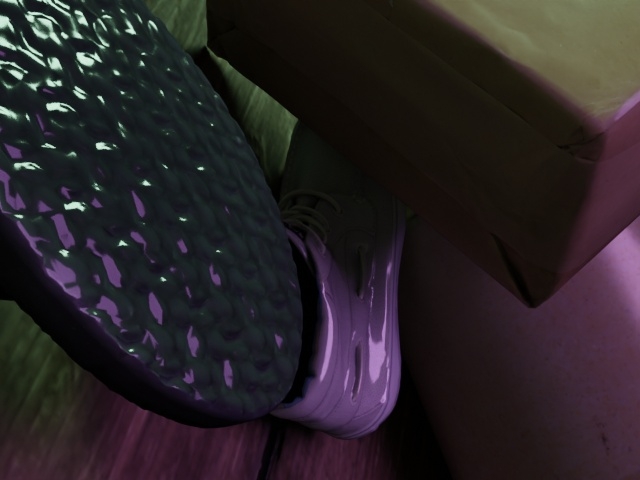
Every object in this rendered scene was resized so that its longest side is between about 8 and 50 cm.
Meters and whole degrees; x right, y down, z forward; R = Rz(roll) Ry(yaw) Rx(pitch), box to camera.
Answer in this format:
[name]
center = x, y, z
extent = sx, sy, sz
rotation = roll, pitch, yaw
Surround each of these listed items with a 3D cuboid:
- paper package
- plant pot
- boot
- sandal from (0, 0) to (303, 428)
[paper package]
center = 0.143, -0.170, 0.611
extent = 0.325, 0.309, 0.168
rotation = -36, 155, -27
[plant pot]
center = 0.196, 0.070, 0.747
extent = 0.305, 0.334, 0.334
rotation = 61, 28, -2
[boot]
center = 0.000, 0.000, 0.616
extent = 0.123, 0.095, 0.258
rotation = 34, 48, -60
[sandal]
center = -0.173, -0.088, 0.367
extent = 0.445, 0.107, 0.167
rotation = 47, 36, -19
